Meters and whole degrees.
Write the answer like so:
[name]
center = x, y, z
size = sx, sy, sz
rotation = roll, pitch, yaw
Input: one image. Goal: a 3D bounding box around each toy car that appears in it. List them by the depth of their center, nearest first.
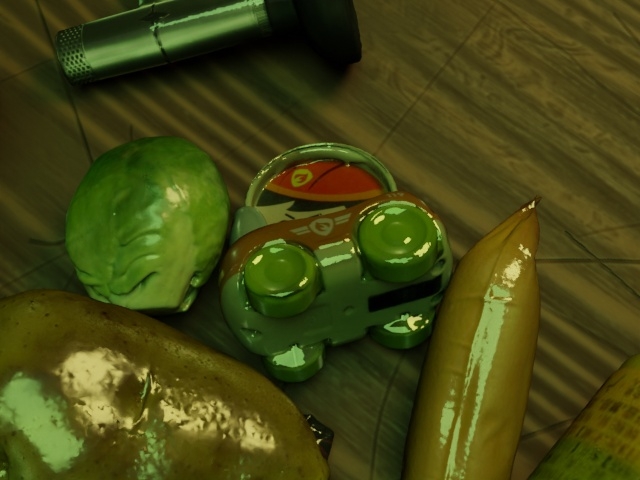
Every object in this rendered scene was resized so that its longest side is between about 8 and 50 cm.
[toy car]
center = 0.000, 0.000, 0.989
size = 0.235, 0.145, 0.235
rotation = -3, 51, 3

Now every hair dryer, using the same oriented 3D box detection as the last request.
[hair dryer]
center = -0.124, -0.316, 1.079
size = 0.320, 0.156, 0.284
rotation = -4, 82, 9

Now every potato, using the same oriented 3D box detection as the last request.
[potato]
center = -0.167, 0.160, 0.880
size = 0.369, 0.195, 0.176
rotation = 18, 103, -7

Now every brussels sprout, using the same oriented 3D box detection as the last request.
[brussels sprout]
center = -0.166, -0.016, 0.981
size = 0.162, 0.144, 0.180
rotation = -13, 74, -6

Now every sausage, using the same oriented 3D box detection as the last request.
[sausage]
center = 0.148, 0.108, 0.930
size = 0.112, 0.112, 0.328
rotation = 13, 84, 5

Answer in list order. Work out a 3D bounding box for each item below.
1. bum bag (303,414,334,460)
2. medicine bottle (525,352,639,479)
[bum bag]
center = -0.021, 0.225, 0.957
size = 0.058, 0.034, 0.124
rotation = 7, 71, 8
[medicine bottle]
center = 0.236, 0.298, 0.829
size = 0.224, 0.224, 0.384
rotation = 39, 76, 12
